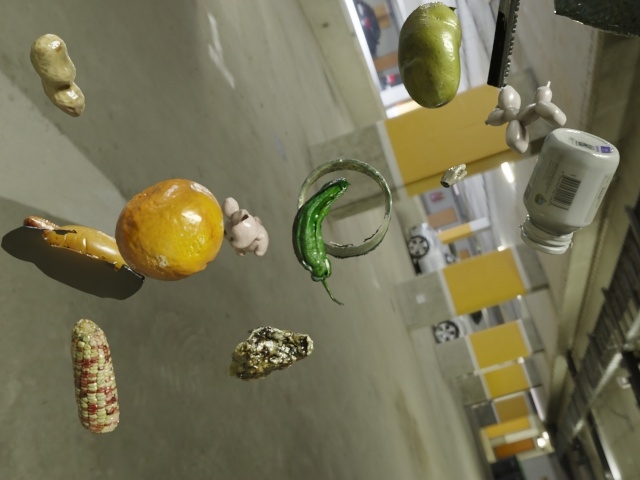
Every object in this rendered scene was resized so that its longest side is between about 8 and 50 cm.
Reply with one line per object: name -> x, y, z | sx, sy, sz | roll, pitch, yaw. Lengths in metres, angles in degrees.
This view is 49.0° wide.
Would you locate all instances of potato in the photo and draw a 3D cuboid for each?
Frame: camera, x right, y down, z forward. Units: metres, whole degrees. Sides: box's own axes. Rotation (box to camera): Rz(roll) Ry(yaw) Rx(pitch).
potato -> 0.265, -0.440, 1.683 | 0.169, 0.143, 0.248 | 164, -78, -67

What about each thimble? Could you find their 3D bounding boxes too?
thimble -> 0.071, -0.089, 1.977 | 0.150, 0.270, 0.271 | 73, 0, -80

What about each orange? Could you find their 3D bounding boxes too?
orange -> -0.241, -0.016, 1.131 | 0.177, 0.177, 0.155 | -77, 151, -73

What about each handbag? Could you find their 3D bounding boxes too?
handbag -> 0.510, -0.437, 1.169 | 0.088, 0.270, 0.175 | -20, 130, -44

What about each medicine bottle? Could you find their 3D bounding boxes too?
medicine bottle -> 0.452, -0.087, 1.309 | 0.135, 0.135, 0.215 | -92, -166, -60

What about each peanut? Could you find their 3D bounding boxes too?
peanut -> -0.650, -0.404, 1.743 | 0.086, 0.104, 0.228 | -53, 154, -36

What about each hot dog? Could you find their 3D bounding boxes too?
hot dog -> -0.590, 0.019, 1.732 | 0.326, 0.194, 0.107 | 36, 36, -24

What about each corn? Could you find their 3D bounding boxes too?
corn -> -0.463, 0.281, 1.440 | 0.086, 0.086, 0.254 | -83, 174, -69

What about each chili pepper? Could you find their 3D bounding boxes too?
chili pepper -> -0.001, 0.000, 1.542 | 0.065, 0.122, 0.279 | -49, 141, -76

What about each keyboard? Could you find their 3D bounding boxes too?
keyboard -> 0.384, -0.437, 1.464 | 0.072, 0.023, 0.231 | -118, -150, -68

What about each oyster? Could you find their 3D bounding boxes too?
oyster -> -0.150, 0.338, 2.009 | 0.083, 0.214, 0.223 | -109, -146, -46

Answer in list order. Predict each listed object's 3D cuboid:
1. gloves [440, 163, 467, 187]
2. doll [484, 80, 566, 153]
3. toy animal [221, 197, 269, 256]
gloves -> 0.299, -0.143, 1.582 | 0.044, 0.081, 0.037 | 28, -32, 36
doll -> 0.421, -0.267, 1.475 | 0.059, 0.161, 0.160 | 28, 40, -36
toy animal -> -0.225, -0.032, 1.913 | 0.212, 0.124, 0.124 | 47, 26, -59
